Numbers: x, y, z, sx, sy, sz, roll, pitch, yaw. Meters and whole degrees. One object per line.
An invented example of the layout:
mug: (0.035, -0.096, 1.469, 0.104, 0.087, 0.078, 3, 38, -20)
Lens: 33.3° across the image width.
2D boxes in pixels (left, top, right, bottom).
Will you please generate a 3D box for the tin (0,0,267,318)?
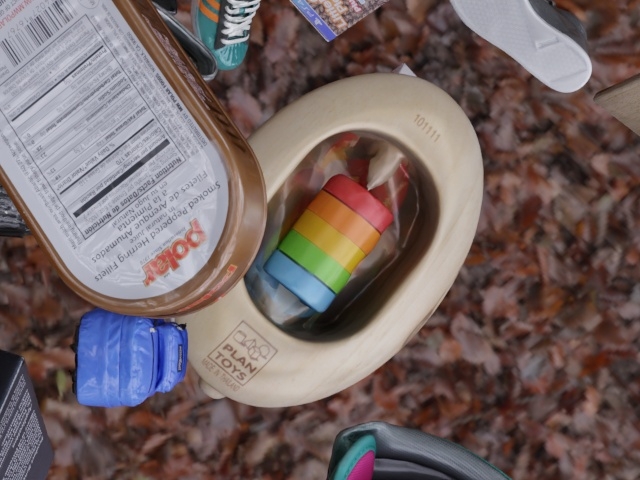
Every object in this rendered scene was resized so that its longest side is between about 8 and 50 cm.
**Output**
tin: (-0.104, -0.050, 0.503, 0.106, 0.189, 0.040, -38, 169, 13)

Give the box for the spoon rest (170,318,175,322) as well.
spoon rest: (-0.216, 0.144, 1.775, 0.276, 0.137, 0.084, 5, 88, -62)

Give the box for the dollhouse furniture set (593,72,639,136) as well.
dollhouse furniture set: (0.265, -0.104, 0.568, 0.144, 0.123, 0.151, 35, 78, -8)

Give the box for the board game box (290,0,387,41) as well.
board game box: (0.103, -0.513, 1.830, 0.141, 0.232, 0.291, 46, 141, -16)

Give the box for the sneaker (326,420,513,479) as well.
sneaker: (-0.012, 0.173, 0.498, 0.296, 0.123, 0.178, -8, 138, -8)

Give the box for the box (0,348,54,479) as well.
box: (-0.731, 0.333, 1.751, 0.480, 0.297, 0.471, 17, 149, 2)

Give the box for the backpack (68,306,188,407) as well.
backpack: (-0.178, 0.103, 0.992, 0.101, 0.120, 0.098, -3, 87, 4)

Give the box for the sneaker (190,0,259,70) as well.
sneaker: (-0.154, -0.430, 1.869, 0.108, 0.121, 0.302, -18, 126, -29)

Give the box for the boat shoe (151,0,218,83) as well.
boat shoe: (-0.281, -0.312, 1.462, 0.335, 0.121, 0.119, 28, 152, -31)

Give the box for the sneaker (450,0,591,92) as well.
sneaker: (0.303, -0.356, 1.665, 0.296, 0.147, 0.104, 42, 116, -4)

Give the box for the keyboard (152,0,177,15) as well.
keyboard: (-0.343, -0.435, 1.835, 0.192, 0.100, 0.038, 2, 165, -27)

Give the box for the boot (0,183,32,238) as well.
boot: (-0.309, -0.079, 1.208, 0.260, 0.348, 0.131, 0, 100, -6)

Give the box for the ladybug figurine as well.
ladybug figurine: (0.000, 0.000, 1.282, 0.305, 0.162, 0.449, 43, 85, -13)

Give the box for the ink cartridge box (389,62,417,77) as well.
ink cartridge box: (0.126, -0.182, 1.938, 0.171, 0.232, 0.168, -37, 102, 26)
